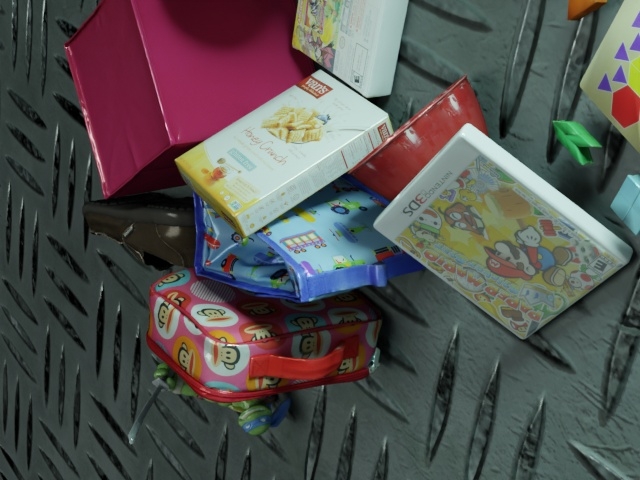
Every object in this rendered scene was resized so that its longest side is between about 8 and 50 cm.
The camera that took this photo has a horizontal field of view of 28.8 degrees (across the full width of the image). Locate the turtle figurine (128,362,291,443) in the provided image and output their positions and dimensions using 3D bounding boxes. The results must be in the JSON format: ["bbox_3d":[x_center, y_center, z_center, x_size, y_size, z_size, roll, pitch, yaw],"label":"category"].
[{"bbox_3d":[-0.159,0.159,1.912,0.198,0.275,0.266,-44,53,35],"label":"turtle figurine"}]

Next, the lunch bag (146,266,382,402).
[{"bbox_3d":[-0.065,0.123,1.694,0.258,0.293,0.120,32,121,49],"label":"lunch bag"}]

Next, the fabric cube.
[{"bbox_3d":[-0.184,-0.226,1.800,0.259,0.258,0.254,-26,78,56],"label":"fabric cube"}]

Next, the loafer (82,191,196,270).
[{"bbox_3d":[-0.304,-0.009,2.158,0.366,0.134,0.130,8,106,56],"label":"loafer"}]

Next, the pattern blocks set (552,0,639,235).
[{"bbox_3d":[0.334,-0.176,1.200,0.285,0.026,0.325,63,144,27],"label":"pattern blocks set"}]

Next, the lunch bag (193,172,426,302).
[{"bbox_3d":[0.000,0.000,1.620,0.293,0.221,0.138,24,119,52],"label":"lunch bag"}]

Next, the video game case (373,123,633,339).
[{"bbox_3d":[0.196,-0.003,1.385,0.227,0.026,0.206,37,141,-4],"label":"video game case"}]

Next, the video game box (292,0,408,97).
[{"bbox_3d":[0.041,-0.316,1.625,0.187,0.048,0.205,40,130,42],"label":"video game box"}]

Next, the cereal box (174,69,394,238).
[{"bbox_3d":[-0.047,-0.117,1.604,0.173,0.240,0.047,40,160,47],"label":"cereal box"}]

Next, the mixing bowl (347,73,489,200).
[{"bbox_3d":[0.132,-0.101,1.465,0.098,0.181,0.181,49,144,-2],"label":"mixing bowl"}]
